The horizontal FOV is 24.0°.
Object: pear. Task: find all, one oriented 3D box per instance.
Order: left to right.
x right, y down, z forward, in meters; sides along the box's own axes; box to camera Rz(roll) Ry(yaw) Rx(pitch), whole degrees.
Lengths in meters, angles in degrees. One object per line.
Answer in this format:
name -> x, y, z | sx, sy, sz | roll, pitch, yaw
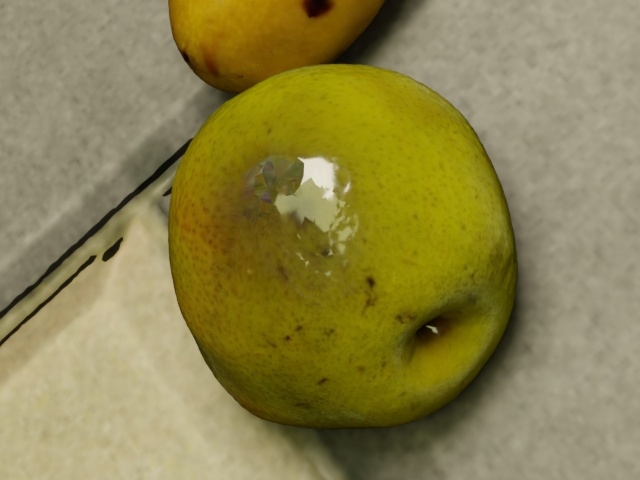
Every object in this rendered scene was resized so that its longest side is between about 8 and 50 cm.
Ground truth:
pear -> 0.000, 0.000, 0.554 | 0.141, 0.104, 0.141 | -8, 71, 23

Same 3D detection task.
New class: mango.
mango -> -0.014, -0.149, 0.604 | 0.115, 0.090, 0.178 | -12, 75, 29
